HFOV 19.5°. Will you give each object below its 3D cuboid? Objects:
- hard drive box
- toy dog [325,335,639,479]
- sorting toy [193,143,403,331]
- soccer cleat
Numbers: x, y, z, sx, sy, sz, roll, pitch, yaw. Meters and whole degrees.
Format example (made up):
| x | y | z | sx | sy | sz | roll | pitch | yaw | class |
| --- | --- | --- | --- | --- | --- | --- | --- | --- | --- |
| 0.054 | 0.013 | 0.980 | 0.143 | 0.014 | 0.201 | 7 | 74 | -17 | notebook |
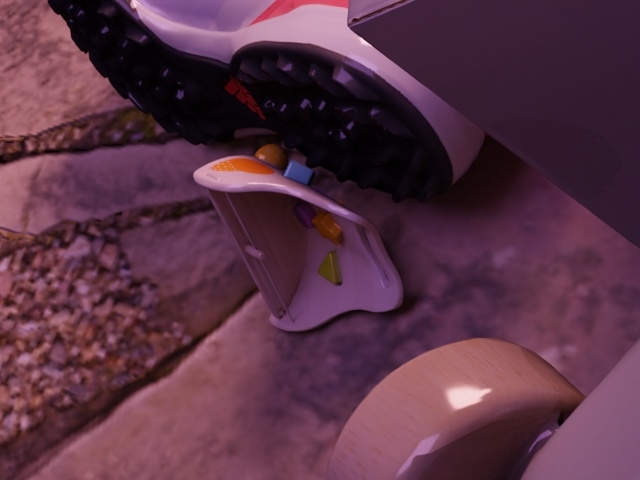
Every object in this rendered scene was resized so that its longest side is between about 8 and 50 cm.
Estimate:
| x | y | z | sx | sy | sz | roll | pitch | yaw | class |
| --- | --- | --- | --- | --- | --- | --- | --- | --- | --- |
| 0.104 | -0.138 | 0.641 | 0.089 | 0.181 | 0.232 | -18 | 55 | 37 | hard drive box |
| 0.173 | 0.049 | 0.513 | 0.333 | 0.161 | 0.220 | -28 | 44 | 12 | toy dog |
| 0.000 | 0.000 | 0.754 | 0.045 | 0.083 | 0.075 | -43 | 37 | -23 | sorting toy |
| -0.018 | -0.106 | 0.824 | 0.116 | 0.108 | 0.318 | -47 | 36 | -16 | soccer cleat |
